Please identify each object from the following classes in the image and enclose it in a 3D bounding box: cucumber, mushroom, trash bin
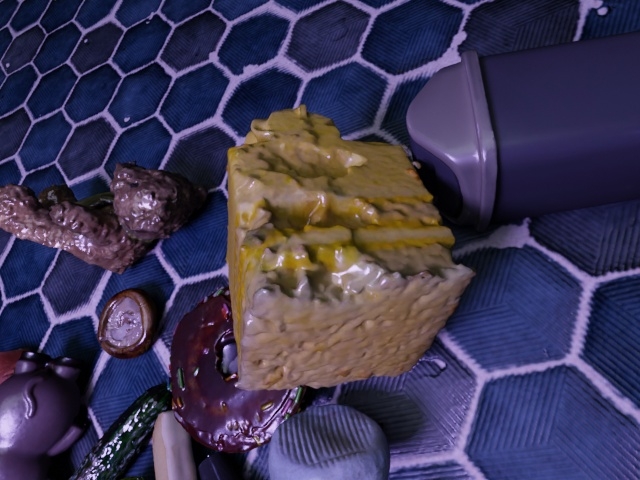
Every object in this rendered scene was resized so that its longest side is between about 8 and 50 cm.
[{"bbox_3d":[-0.328,0.338,0.665,0.067,0.067,0.294,34,86,30],"label":"cucumber"},{"bbox_3d":[-0.334,0.145,0.748,0.123,0.052,0.123,-5,76,20],"label":"mushroom"},{"bbox_3d":[0.257,-0.121,0.508,0.290,0.209,0.183,-7,67,15],"label":"trash bin"}]

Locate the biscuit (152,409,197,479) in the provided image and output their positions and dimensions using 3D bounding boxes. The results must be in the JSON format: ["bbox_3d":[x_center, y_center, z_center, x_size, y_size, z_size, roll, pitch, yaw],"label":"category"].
[{"bbox_3d":[-0.199,0.328,0.593,0.056,0.052,0.188,-62,39,32],"label":"biscuit"}]

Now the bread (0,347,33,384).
[{"bbox_3d":[-0.592,0.264,0.804,0.192,0.067,0.119,18,78,27],"label":"bread"}]

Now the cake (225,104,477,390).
[{"bbox_3d":[0.000,0.000,0.516,0.222,0.228,0.286,-2,48,-16],"label":"cake"}]

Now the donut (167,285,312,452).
[{"bbox_3d":[-0.107,0.176,0.616,0.235,0.089,0.235,-8,68,21],"label":"donut"}]

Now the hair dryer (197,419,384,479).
[{"bbox_3d":[-0.022,0.319,0.551,0.271,0.091,0.235,-38,50,-8],"label":"hair dryer"}]

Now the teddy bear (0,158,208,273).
[{"bbox_3d":[-0.387,-0.069,0.755,0.296,0.246,0.223,32,105,1],"label":"teddy bear"}]

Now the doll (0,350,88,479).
[{"bbox_3d":[-0.489,0.318,0.700,0.181,0.117,0.258,14,73,-16],"label":"doll"}]

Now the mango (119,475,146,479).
[{"bbox_3d":[-0.281,0.423,0.594,0.119,0.100,0.179,25,89,26],"label":"mango"}]

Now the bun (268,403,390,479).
[{"bbox_3d":[0.010,0.250,0.480,0.140,0.141,0.083,-6,102,21],"label":"bun"}]
